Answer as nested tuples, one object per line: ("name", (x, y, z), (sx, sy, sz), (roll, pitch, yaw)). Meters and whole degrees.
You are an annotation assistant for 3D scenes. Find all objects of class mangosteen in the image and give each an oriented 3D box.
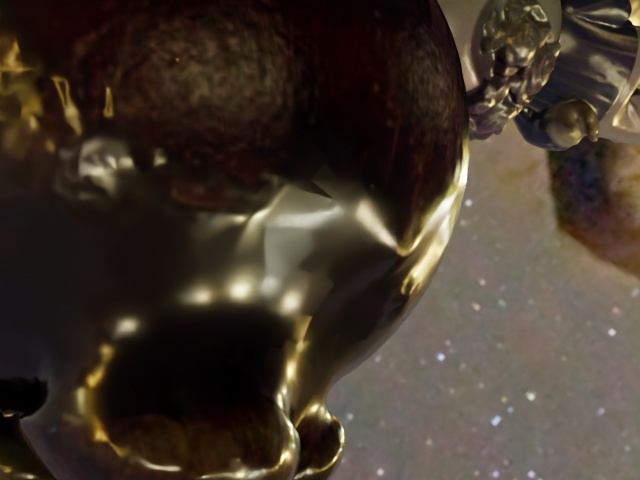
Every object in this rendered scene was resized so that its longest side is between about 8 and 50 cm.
("mangosteen", (-0.078, -0.025, 0.528), (0.297, 0.297, 0.313), (30, -145, -27))

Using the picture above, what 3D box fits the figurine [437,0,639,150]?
("figurine", (0.118, -0.109, 0.769), (0.274, 0.194, 0.133), (33, -160, -44))
